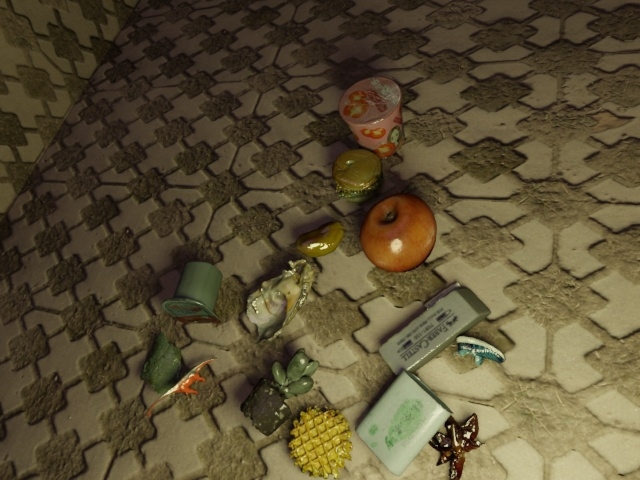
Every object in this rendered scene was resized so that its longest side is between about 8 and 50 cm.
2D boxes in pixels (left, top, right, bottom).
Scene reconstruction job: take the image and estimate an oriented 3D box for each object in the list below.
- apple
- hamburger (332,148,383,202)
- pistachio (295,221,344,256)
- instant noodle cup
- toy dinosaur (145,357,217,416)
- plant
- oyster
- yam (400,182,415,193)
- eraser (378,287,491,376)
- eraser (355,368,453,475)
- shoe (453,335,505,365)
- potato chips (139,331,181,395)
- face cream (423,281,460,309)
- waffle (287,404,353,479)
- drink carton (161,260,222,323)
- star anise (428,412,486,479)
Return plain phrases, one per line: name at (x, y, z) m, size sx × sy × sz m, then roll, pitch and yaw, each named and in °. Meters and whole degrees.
apple at (0.256, -0.032, 1.478) m, size 0.272 × 0.206 × 0.251 m, roll -43°, pitch 53°, yaw -4°
hamburger at (0.146, -0.252, 1.696) m, size 0.189 × 0.122 × 0.215 m, roll -3°, pitch 57°, yaw 12°
pistachio at (0.003, 0.002, 1.623) m, size 0.189 × 0.100 × 0.110 m, roll -26°, pitch 79°, yaw -11°
instant noodle cup at (0.213, -0.465, 1.722) m, size 0.242 × 0.231 × 0.243 m, roll -9°, pitch 59°, yaw 15°
toy dinosaur at (-0.468, 0.499, 1.516) m, size 0.055 × 0.102 × 0.280 m, roll 20°, pitch 59°, yaw 40°
plant at (-0.119, 0.463, 1.383) m, size 0.149 × 0.146 × 0.275 m, roll 39°, pitch 78°, yaw 14°
oyster at (-0.143, 0.217, 1.554) m, size 0.270 × 0.100 × 0.276 m, roll -11°, pitch 71°, yaw 18°
yam at (0.307, -0.173, 1.648) m, size 0.116 × 0.021 × 0.021 m, roll -41°, pitch 56°, yaw -6°
eraser at (0.346, 0.273, 1.346) m, size 0.352 × 0.077 × 0.111 m, roll -37°, pitch 55°, yaw -2°
eraser at (0.228, 0.501, 1.232) m, size 0.174 × 0.081 × 0.227 m, roll 41°, pitch 93°, yaw 34°
shoe at (0.460, 0.326, 1.284) m, size 0.142 × 0.064 × 0.071 m, roll 15°, pitch 79°, yaw 24°
potato chips at (-0.574, 0.452, 1.610) m, size 0.228 × 0.059 × 0.167 m, roll 33°, pitch 68°, yaw 32°
face cream at (0.389, 0.179, 1.408) m, size 0.130 × 0.034 × 0.034 m, roll -37°, pitch 56°, yaw -1°
waffle at (0.002, 0.590, 1.306) m, size 0.192 × 0.070 × 0.197 m, roll -2°, pitch 59°, yaw 20°
drink carton at (-0.455, 0.188, 1.644) m, size 0.185 × 0.191 × 0.190 m, roll -1°, pitch 55°, yaw 23°
star anise at (0.353, 0.545, 1.204) m, size 0.157 × 0.053 × 0.213 m, roll 35°, pitch 98°, yaw 45°
